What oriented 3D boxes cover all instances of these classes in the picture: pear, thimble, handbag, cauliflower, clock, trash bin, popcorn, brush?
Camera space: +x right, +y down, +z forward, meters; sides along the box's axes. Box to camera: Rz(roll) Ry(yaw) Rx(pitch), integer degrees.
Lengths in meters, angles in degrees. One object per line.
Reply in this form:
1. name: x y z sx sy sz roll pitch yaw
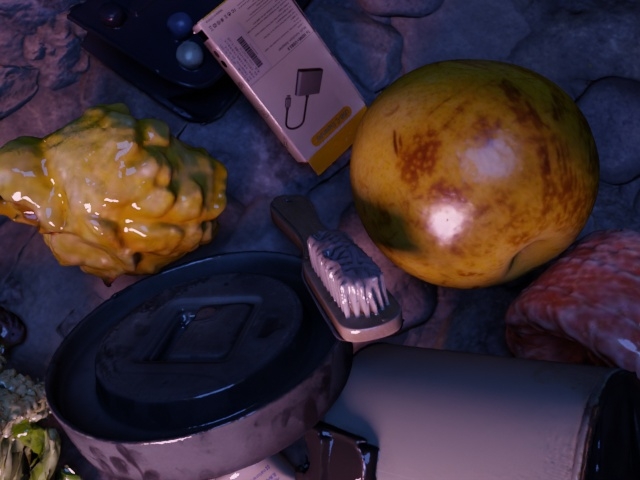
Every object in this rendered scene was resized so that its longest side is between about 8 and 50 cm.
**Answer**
1. pear: 0.168 -0.078 0.754 0.280 0.281 0.281 0 74 -1
2. thimble: 0.338 0.112 0.723 0.239 0.239 0.162 43 73 10
3. handbag: -0.174 -0.359 0.901 0.269 0.118 0.326 33 74 8
4. cauliflower: -0.373 0.269 0.692 0.250 0.275 0.272 29 38 -30
5. clock: -0.119 0.115 0.687 0.319 0.319 0.066 -16 117 -6
6. trash bin: 0.159 0.219 0.635 0.262 0.277 0.217 -1 84 41
7. popcorn: -0.241 -0.045 0.753 0.266 0.233 0.192 5 79 -27
8. brush: 0.000 0.000 0.721 0.070 0.327 0.065 -15 118 -12

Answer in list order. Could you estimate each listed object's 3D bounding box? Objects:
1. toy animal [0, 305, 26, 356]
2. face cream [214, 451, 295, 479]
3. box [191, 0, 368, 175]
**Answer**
1. toy animal: -0.465 0.080 0.790 0.179 0.089 0.188 -13 74 -23
2. face cream: -0.051 0.308 0.742 0.114 0.070 0.224 -35 82 7
3. box: -0.041 -0.216 0.851 0.129 0.033 0.247 -45 111 -17
